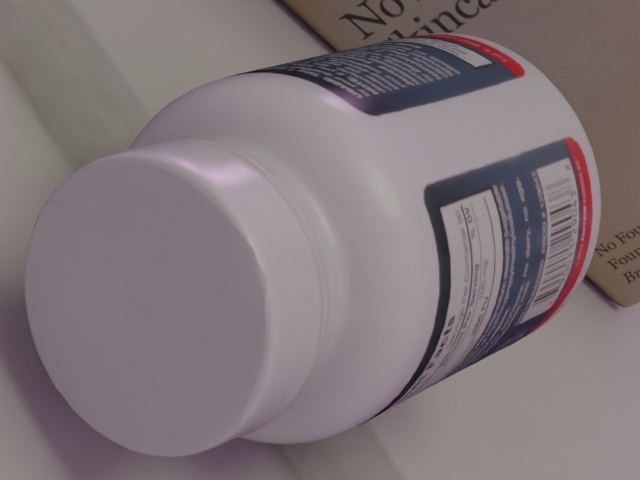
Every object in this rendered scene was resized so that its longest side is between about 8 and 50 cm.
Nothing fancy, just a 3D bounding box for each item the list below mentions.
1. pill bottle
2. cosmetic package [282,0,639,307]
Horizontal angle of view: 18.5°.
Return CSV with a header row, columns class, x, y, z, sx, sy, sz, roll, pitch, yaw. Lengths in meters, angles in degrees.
class,x,y,z,sx,sy,sz,roll,pitch,yaw
pill bottle,0.000,0.000,0.579,0.180,0.108,0.108,-19,77,-56
cosmetic package,0.078,-0.131,0.748,0.309,0.160,0.113,39,37,-23
